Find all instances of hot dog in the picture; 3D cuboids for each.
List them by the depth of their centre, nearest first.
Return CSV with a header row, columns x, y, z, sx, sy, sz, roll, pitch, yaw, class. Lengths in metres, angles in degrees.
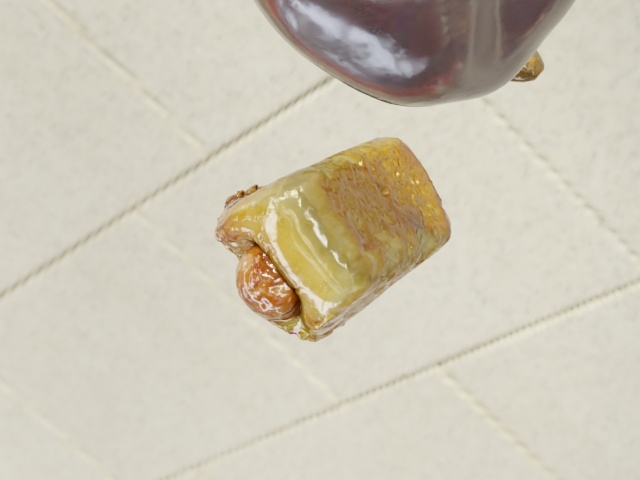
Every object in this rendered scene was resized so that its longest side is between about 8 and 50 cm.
x,y,z,sx,sy,sz,roll,pitch,yaw,class
0.000,0.000,1.540,0.153,0.257,0.150,-31,88,27,hot dog

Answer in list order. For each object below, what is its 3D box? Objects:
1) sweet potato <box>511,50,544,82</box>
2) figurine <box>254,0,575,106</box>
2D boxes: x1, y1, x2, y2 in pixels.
x,y,z,sx,sy,sz,roll,pitch,yaw,class
0.085,-0.242,1.621,0.292,0.097,0.097,38,142,1,sweet potato
0.012,-0.196,1.024,0.365,0.206,0.218,27,115,60,figurine
